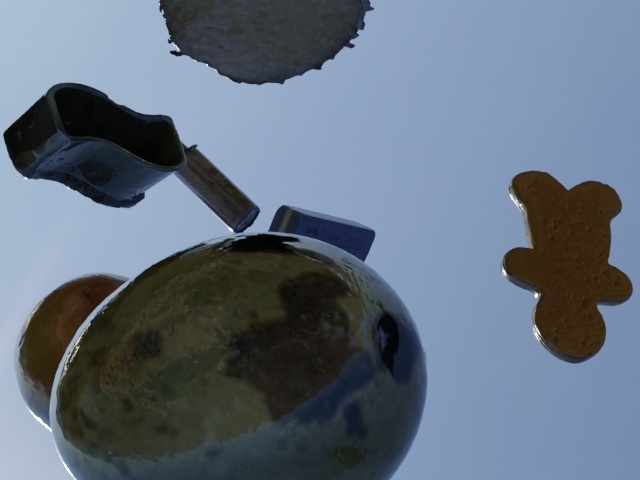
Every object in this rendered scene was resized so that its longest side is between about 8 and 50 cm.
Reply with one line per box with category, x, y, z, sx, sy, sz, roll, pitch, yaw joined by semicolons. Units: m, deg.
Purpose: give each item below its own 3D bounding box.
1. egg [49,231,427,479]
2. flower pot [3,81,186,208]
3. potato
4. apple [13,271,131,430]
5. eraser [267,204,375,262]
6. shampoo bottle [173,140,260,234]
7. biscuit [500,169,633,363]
egg;-0.089;0.164;1.628;0.428;0.344;0.345;-5;-161;-23
flower pot;-0.294;-0.122;1.927;0.108;0.229;0.103;-35;-124;33
potato;-0.079;-0.391;1.958;0.289;0.301;0.237;-36;-132;43
apple;-0.407;0.237;2.742;0.305;0.338;0.338;-47;-158;21
eraser;0.000;0.000;2.308;0.036;0.225;0.082;30;-80;35
shampoo bottle;-0.202;-0.104;2.621;0.072;0.214;0.072;-42;165;-15
biscuit;0.274;0.030;1.647;0.035;0.158;0.240;120;-20;-56
